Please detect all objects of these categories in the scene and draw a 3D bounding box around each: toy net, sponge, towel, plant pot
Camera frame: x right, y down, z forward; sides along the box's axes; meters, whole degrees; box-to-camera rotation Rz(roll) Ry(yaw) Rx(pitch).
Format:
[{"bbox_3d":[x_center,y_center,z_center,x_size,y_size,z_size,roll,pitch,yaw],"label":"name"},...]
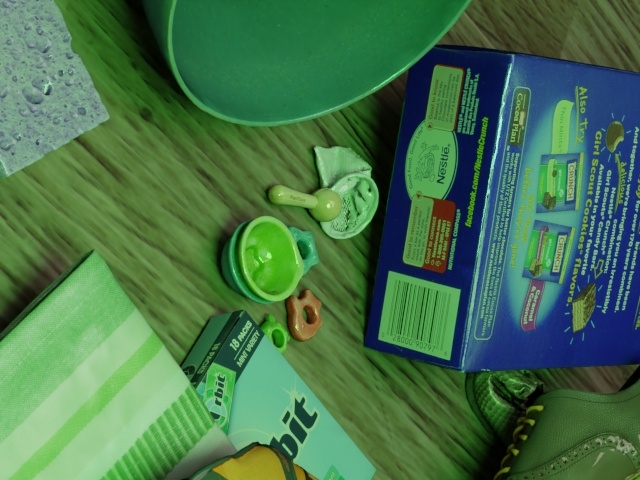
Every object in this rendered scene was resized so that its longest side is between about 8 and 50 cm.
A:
[{"bbox_3d":[0.000,0.000,1.519,0.232,0.045,0.122,-45,112,-45],"label":"toy net"},{"bbox_3d":[-0.236,-0.158,1.309,0.117,0.031,0.210,-36,106,-48],"label":"sponge"},{"bbox_3d":[-0.147,0.209,1.266,0.248,0.038,0.325,-46,112,-32],"label":"towel"},{"bbox_3d":[-0.032,-0.260,1.423,0.290,0.290,0.195,6,39,-47],"label":"plant pot"}]

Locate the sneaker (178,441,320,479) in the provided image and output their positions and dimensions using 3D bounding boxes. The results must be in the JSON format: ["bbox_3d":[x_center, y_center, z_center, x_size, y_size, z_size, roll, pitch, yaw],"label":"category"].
[{"bbox_3d":[-0.077,0.265,1.213,0.180,0.124,0.321,46,39,-18],"label":"sneaker"}]

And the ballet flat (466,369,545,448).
[{"bbox_3d":[0.219,0.201,1.696,0.250,0.058,0.084,54,45,-22],"label":"ballet flat"}]

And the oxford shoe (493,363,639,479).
[{"bbox_3d":[0.188,0.211,1.590,0.363,0.130,0.133,-23,76,-31],"label":"oxford shoe"}]

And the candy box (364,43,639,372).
[{"bbox_3d":[0.200,-0.025,1.633,0.317,0.122,0.268,3,98,-46],"label":"candy box"}]

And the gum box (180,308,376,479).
[{"bbox_3d":[-0.051,0.173,1.412,0.184,0.041,0.157,52,47,-25],"label":"gum box"}]
